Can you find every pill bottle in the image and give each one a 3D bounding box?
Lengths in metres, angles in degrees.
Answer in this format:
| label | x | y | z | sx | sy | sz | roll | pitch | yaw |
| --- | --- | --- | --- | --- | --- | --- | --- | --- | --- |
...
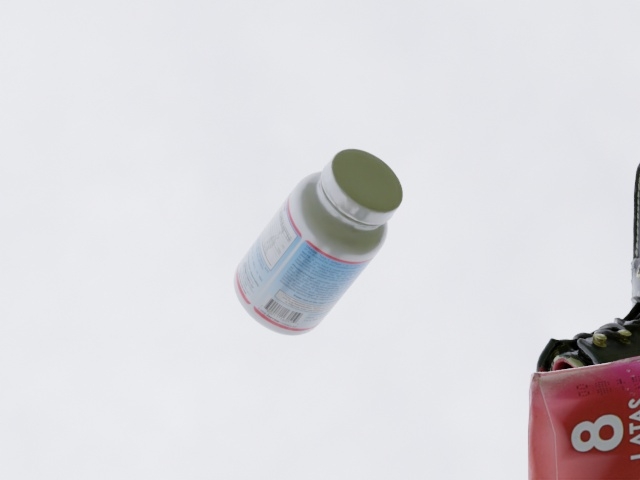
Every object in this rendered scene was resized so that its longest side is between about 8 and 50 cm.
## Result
| label | x | y | z | sx | sy | sz | roll | pitch | yaw |
| --- | --- | --- | --- | --- | --- | --- | --- | --- | --- |
| pill bottle | 0.000 | 0.000 | 1.613 | 0.087 | 0.160 | 0.087 | 21 | -137 | -20 |

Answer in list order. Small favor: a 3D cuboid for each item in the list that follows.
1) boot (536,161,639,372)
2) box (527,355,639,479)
| label | x | y | z | sx | sy | sz | roll | pitch | yaw |
| --- | --- | --- | --- | --- | --- | --- | --- | --- | --- |
| boot | 0.218 | 0.050 | 1.319 | 0.179 | 0.085 | 0.236 | -2 | -97 | -46 |
| box | 0.153 | 0.127 | 0.516 | 0.257 | 0.128 | 0.122 | 47 | -141 | -52 |
